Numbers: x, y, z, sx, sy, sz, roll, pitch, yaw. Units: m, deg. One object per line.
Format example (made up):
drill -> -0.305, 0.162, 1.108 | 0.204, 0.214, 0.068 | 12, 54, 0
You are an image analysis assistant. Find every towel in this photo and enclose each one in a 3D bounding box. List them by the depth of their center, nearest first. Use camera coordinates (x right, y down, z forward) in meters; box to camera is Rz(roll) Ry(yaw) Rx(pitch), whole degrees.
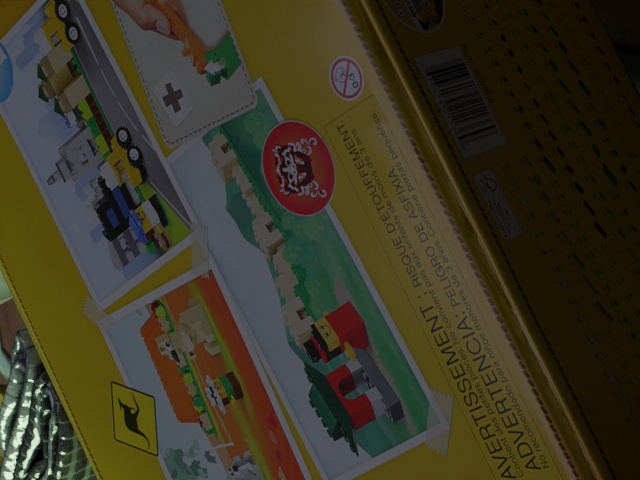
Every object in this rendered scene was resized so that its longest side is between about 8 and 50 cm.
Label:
towel -> -0.169, 0.171, 1.438 | 0.121, 0.235, 0.283 | 50, 143, 30

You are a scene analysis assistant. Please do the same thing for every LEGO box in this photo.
LEGO box -> 0.000, 0.000, 0.931 | 0.372, 0.193, 0.500 | -30, 84, 44

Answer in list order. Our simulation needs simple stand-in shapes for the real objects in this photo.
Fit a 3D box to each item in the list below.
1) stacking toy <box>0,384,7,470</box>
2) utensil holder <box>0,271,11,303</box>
stacking toy -> -0.263, 0.285, 1.847 | 0.280, 0.130, 0.309 | -19, 88, 36
utensil holder -> -0.322, -0.099, 1.496 | 0.385, 0.328, 0.327 | -12, 92, 61
